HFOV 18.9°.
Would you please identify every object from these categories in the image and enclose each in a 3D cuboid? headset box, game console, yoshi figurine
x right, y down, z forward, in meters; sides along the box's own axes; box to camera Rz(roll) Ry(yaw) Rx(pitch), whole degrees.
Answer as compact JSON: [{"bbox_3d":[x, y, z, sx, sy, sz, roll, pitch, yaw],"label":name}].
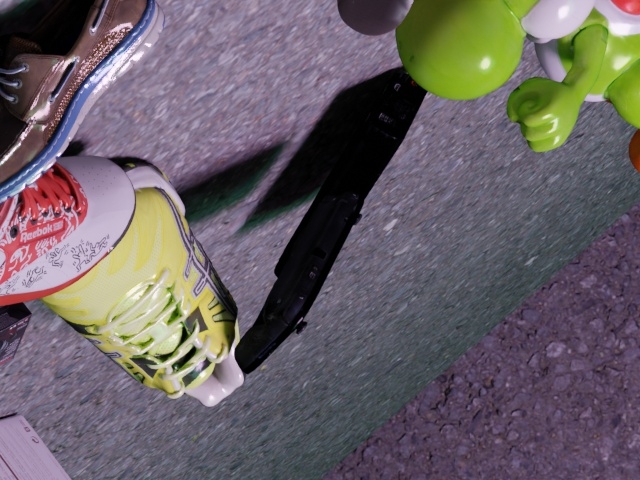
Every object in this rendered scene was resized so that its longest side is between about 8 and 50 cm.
[{"bbox_3d":[-0.280,0.084,1.588,0.062,0.032,0.083,-29,161,-37],"label":"headset box"},{"bbox_3d":[0.000,0.000,1.748,0.213,0.044,0.361,-57,-177,39],"label":"game console"},{"bbox_3d":[0.190,-0.167,1.670,0.362,0.203,0.203,28,73,-46],"label":"yoshi figurine"}]

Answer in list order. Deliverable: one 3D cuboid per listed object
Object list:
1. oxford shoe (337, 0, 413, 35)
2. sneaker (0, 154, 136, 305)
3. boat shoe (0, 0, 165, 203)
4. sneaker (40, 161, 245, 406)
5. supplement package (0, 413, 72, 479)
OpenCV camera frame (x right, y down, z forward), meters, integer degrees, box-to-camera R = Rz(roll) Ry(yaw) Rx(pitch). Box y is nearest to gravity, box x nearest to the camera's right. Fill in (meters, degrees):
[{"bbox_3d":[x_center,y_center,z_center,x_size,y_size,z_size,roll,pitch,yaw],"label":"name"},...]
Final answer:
[{"bbox_3d":[0.079,-0.256,1.442,0.212,0.076,0.076,-52,-168,30],"label":"oxford shoe"},{"bbox_3d":[-0.215,-0.021,1.319,0.270,0.090,0.145,-25,162,-38],"label":"sneaker"},{"bbox_3d":[-0.181,-0.102,1.211,0.183,0.066,0.066,-52,134,-14],"label":"boat shoe"},{"bbox_3d":[-0.137,0.045,1.605,0.145,0.147,0.384,-39,165,4],"label":"sneaker"},{"bbox_3d":[-0.332,0.246,1.796,0.105,0.105,0.179,-46,164,25],"label":"supplement package"}]
